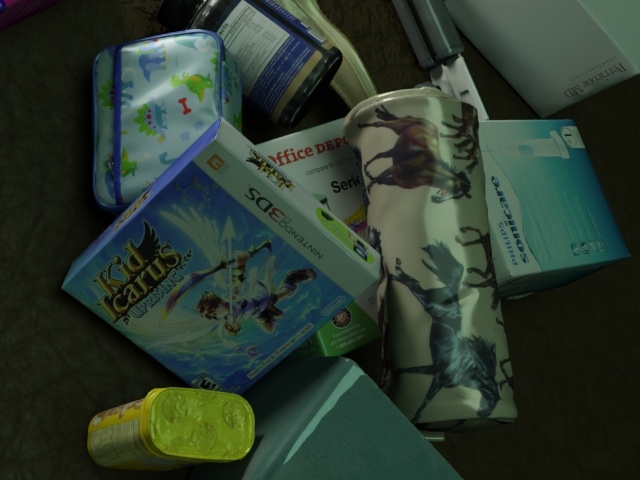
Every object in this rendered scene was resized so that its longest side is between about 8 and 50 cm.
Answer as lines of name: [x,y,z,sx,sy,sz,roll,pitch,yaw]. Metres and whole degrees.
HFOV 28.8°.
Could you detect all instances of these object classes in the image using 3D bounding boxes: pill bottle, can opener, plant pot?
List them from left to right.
pill bottle: [-0.091,-0.248,1.563,0.219,0.123,0.123,37,57,2]
plant pot: [-0.018,0.303,1.406,0.252,0.248,0.247,-46,104,-20]
can opener: [0.153,-0.271,1.787,0.095,0.076,0.283,-23,89,-37]

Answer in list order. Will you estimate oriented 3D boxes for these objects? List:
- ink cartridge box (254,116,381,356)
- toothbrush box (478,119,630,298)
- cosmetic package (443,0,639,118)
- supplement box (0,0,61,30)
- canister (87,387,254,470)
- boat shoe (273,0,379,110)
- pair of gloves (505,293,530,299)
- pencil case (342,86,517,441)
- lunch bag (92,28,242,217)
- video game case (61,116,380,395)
ink cartridge box: [0.000,0.000,1.574,0.201,0.117,0.278,-21,89,-37]
toothbrush box: [0.255,-0.041,1.671,0.295,0.126,0.216,-7,73,-48]
cosmetic package: [0.304,-0.388,1.841,0.385,0.217,0.156,45,56,-13]
supplement box: [-0.336,-0.333,1.450,0.220,0.114,0.111,-38,98,-38]
canister: [-0.168,0.210,1.364,0.126,0.170,0.073,11,70,-32]
boat shoe: [-0.018,-0.258,1.661,0.098,0.109,0.302,-36,100,4]
pair of gloves: [0.294,-0.027,1.829,0.240,0.042,0.204,-22,83,-43]
pencil case: [0.127,0.034,1.470,0.160,0.183,0.410,-6,84,-9]
lunch bag: [-0.183,-0.130,1.463,0.090,0.176,0.219,46,41,-70]
video game case: [-0.112,0.035,1.402,0.244,0.269,0.061,41,25,-17]
